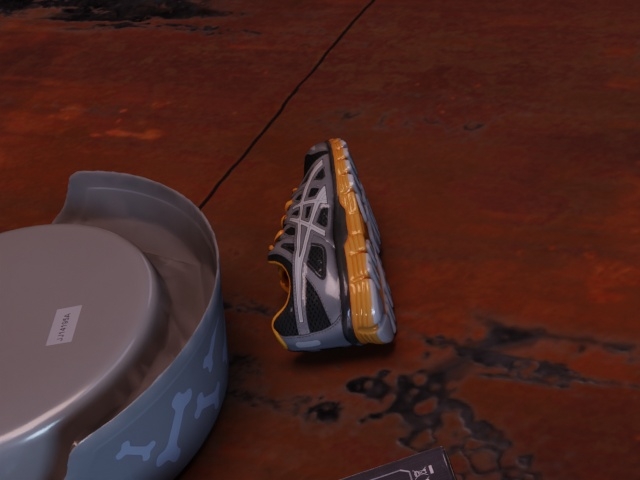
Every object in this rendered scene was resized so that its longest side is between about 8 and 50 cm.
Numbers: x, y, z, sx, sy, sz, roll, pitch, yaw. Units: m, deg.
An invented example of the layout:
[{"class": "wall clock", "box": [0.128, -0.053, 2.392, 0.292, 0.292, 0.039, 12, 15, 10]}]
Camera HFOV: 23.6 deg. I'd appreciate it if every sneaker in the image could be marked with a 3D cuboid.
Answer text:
[{"class": "sneaker", "box": [0.000, 0.000, 1.138, 0.083, 0.084, 0.215, -18, 36, 10]}]

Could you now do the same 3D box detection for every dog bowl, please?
[{"class": "dog bowl", "box": [-0.224, 0.094, 1.100, 0.349, 0.102, 0.348, -12, 37, 10]}]

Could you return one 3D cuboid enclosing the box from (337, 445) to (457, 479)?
[{"class": "box", "box": [0.015, 0.234, 0.843, 0.183, 0.056, 0.231, -19, 36, 1]}]
